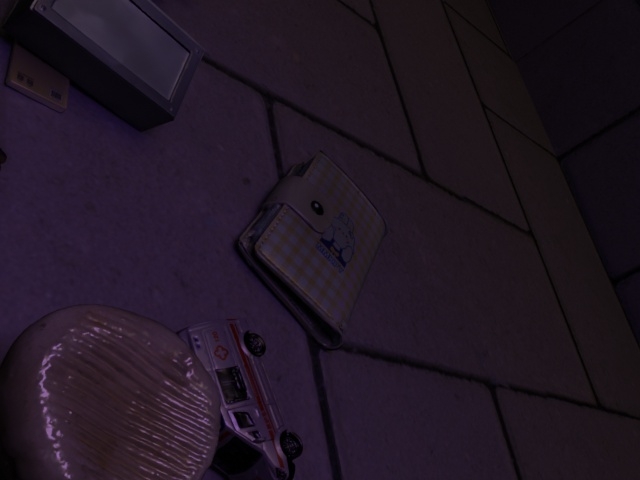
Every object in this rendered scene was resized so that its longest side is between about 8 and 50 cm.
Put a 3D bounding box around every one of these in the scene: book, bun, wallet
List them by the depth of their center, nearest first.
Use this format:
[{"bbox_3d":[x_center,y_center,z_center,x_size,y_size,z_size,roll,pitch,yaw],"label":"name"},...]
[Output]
[{"bbox_3d":[-0.206,0.174,0.679,0.231,0.133,0.230,31,46,-39],"label":"bun"},{"bbox_3d":[-0.360,-0.222,0.942,0.077,0.014,0.110,28,42,-40],"label":"book"},{"bbox_3d":[0.000,0.000,1.176,0.223,0.077,0.309,51,33,-15],"label":"wallet"}]

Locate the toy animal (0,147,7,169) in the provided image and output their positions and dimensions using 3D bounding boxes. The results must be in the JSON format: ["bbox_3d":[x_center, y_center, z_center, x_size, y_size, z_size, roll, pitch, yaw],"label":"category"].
[{"bbox_3d":[-0.383,-0.056,0.681,0.103,0.101,0.219,59,32,1],"label":"toy animal"}]

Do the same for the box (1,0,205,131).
[{"bbox_3d":[-0.276,-0.267,0.965,0.225,0.086,0.129,37,58,-37],"label":"box"}]

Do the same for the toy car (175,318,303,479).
[{"bbox_3d":[-0.106,0.193,0.838,0.108,0.089,0.209,4,56,-51],"label":"toy car"}]
